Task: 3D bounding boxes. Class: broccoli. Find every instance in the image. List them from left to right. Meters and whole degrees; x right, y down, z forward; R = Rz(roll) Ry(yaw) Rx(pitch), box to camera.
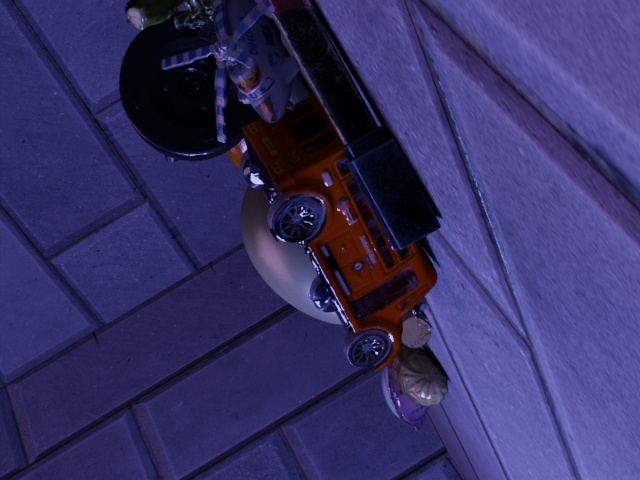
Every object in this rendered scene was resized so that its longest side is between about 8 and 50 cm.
[{"bbox_3d":[-0.188,-0.328,1.470,0.204,0.122,0.118,-47,-62,-46],"label":"broccoli"}]

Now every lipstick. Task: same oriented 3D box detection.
[{"bbox_3d":[0.022,-0.139,1.092,0.312,0.051,0.051,61,178,-4],"label":"lipstick"}]

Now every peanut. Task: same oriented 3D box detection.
[{"bbox_3d":[0.180,0.249,2.068,0.093,0.083,0.194,45,-179,-21],"label":"peanut"}]

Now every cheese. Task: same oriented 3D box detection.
[{"bbox_3d":[0.161,0.251,2.216,0.286,0.074,0.189,67,-153,-19],"label":"cheese"}]

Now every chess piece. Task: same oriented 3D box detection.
[{"bbox_3d":[0.137,0.124,1.845,0.060,0.060,0.172,60,180,-18],"label":"chess piece"}]

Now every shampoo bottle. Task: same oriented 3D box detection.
[{"bbox_3d":[-0.041,-0.207,1.513,0.190,0.041,0.069,58,179,18],"label":"shampoo bottle"}]

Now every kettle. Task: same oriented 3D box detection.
[{"bbox_3d":[-0.180,-0.246,1.702,0.207,0.268,0.290,25,177,-3],"label":"kettle"}]

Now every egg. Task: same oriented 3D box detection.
[{"bbox_3d":[0.000,0.000,1.502,0.253,0.189,0.188,57,178,-6],"label":"egg"}]

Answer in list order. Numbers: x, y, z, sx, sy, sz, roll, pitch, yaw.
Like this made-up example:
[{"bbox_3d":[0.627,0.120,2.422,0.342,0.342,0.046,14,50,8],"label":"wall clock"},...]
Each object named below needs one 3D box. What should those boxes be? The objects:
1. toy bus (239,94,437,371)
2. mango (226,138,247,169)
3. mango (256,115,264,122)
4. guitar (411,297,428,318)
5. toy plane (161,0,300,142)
[{"bbox_3d":[0.032,-0.003,1.280,0.329,0.153,0.143,63,177,-38],"label":"toy bus"},{"bbox_3d":[-0.165,-0.235,2.624,0.252,0.126,0.154,60,-171,-33],"label":"mango"},{"bbox_3d":[-0.063,-0.158,1.773,0.233,0.111,0.125,61,176,44],"label":"mango"},{"bbox_3d":[0.120,0.062,1.555,0.084,0.038,0.271,59,180,-9],"label":"guitar"},{"bbox_3d":[-0.096,-0.252,1.207,0.107,0.182,0.273,6,-135,-52],"label":"toy plane"}]
